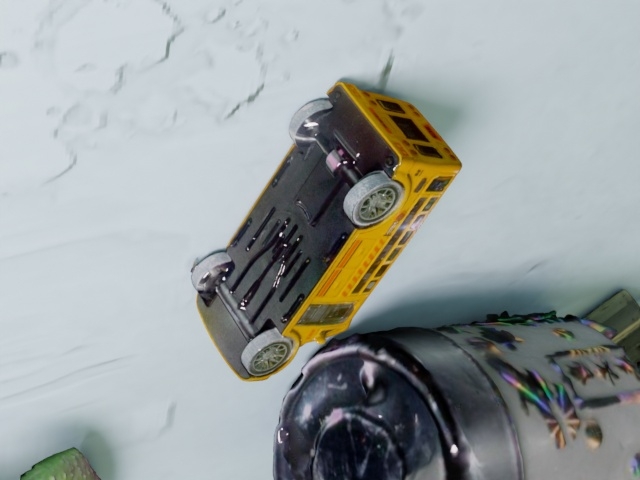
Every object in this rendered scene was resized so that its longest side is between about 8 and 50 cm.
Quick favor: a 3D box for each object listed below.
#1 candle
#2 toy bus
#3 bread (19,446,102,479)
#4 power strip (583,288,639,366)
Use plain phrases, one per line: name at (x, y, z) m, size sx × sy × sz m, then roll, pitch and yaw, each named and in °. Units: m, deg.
candle at (0.136, 0.141, 0.847) m, size 0.330 × 0.187 × 0.187 m, roll -2°, pitch 136°, yaw -39°
toy bus at (0.000, 0.000, 0.656) m, size 0.074 × 0.069 × 0.162 m, roll 3°, pitch 132°, yaw -45°
bread at (-0.180, 0.226, 0.711) m, size 0.228 × 0.033 × 0.228 m, roll 22°, pitch 90°, yaw -83°
power strip at (0.186, 0.117, 0.992) m, size 0.268 × 0.034 × 0.092 m, roll -38°, pitch 146°, yaw 7°
